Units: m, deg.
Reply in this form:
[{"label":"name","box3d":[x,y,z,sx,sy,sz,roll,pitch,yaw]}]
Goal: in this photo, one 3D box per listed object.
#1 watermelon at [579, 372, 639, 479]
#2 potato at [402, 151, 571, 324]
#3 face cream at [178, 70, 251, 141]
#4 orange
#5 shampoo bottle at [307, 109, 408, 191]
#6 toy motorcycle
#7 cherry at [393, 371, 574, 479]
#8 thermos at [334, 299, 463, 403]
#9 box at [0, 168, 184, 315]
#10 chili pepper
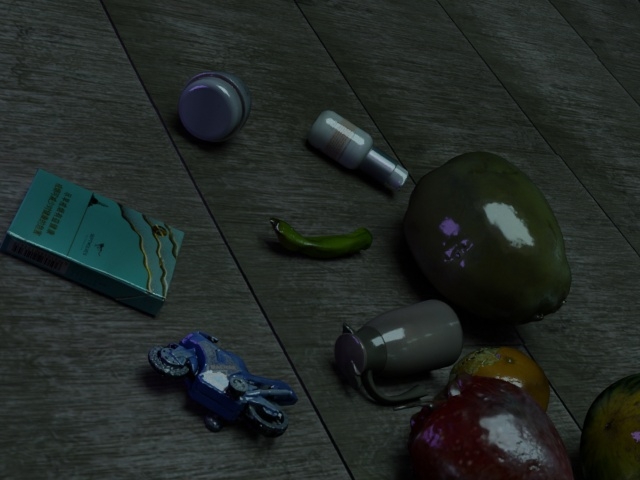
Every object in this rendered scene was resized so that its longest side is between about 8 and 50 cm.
[{"label":"watermelon","box3d":[0.506,0.311,1.774,0.269,0.269,0.269,22,34,-16]},{"label":"potato","box3d":[0.269,-0.006,2.028,0.243,0.221,0.326,11,43,-33]},{"label":"face cream","box3d":[-0.173,-0.225,2.042,0.117,0.117,0.104,34,24,3]},{"label":"orange","box3d":[0.260,0.228,1.808,0.156,0.134,0.156,13,15,-3]},{"label":"shampoo bottle","box3d":[0.071,-0.158,2.195,0.192,0.074,0.074,32,33,0]},{"label":"toy motorcycle","box3d":[-0.126,0.182,1.595,0.205,0.076,0.114,30,26,-5]},{"label":"cherry","box3d":[0.231,0.287,1.636,0.249,0.175,0.192,28,23,25]},{"label":"thermos","box3d":[0.112,0.168,1.793,0.193,0.105,0.137,-10,82,-41]},{"label":"box","box3d":[-0.310,0.001,1.699,0.229,0.041,0.162,24,34,-12]},{"label":"chili pepper","box3d":[0.000,0.000,1.954,0.201,0.050,0.052,5,26,-39]}]
